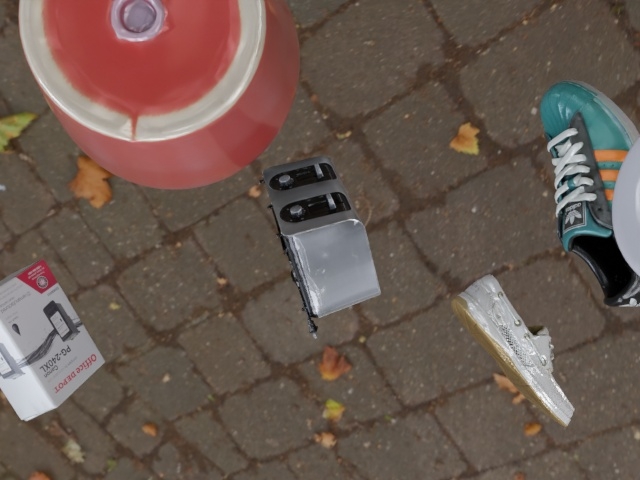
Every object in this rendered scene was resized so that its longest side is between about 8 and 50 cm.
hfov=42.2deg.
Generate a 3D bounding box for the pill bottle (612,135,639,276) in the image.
[{"bbox_3d":[0.264,-0.003,0.457,0.194,0.108,0.108,16,128,-31],"label":"pill bottle"}]

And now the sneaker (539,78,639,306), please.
[{"bbox_3d":[0.344,-0.059,1.038,0.302,0.121,0.108,64,153,8],"label":"sneaker"}]

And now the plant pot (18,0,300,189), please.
[{"bbox_3d":[-0.147,-0.183,0.765,0.275,0.243,0.274,0,94,-3],"label":"plant pot"}]

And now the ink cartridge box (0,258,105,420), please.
[{"bbox_3d":[-0.334,0.115,0.964,0.063,0.109,0.150,-22,103,26],"label":"ink cartridge box"}]

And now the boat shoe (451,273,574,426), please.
[{"bbox_3d":[0.327,0.172,1.313,0.096,0.098,0.277,-41,100,-8],"label":"boat shoe"}]

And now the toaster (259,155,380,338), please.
[{"bbox_3d":[0.000,0.000,1.128,0.110,0.168,0.185,-18,128,-2],"label":"toaster"}]
